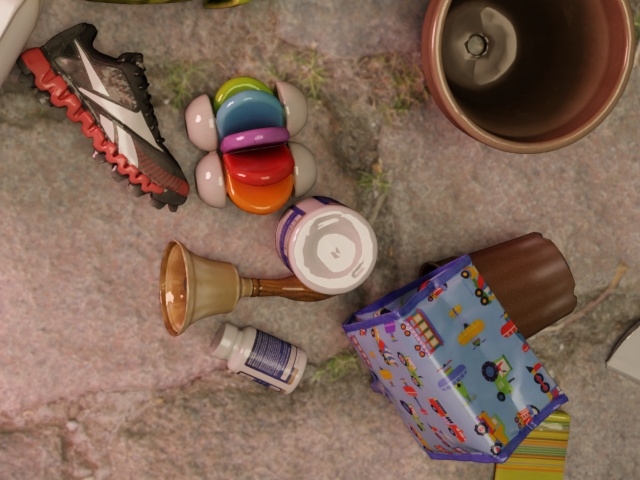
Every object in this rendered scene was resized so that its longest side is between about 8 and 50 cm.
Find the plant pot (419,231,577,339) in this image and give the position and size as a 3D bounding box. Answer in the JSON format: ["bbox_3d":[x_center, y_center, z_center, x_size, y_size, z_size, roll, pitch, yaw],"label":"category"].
[{"bbox_3d":[0.246,0.076,1.580,0.165,0.167,0.166,-22,102,-14],"label":"plant pot"}]

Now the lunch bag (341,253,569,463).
[{"bbox_3d":[0.137,0.174,1.503,0.138,0.293,0.221,-36,92,-28],"label":"lunch bag"}]

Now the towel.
[{"bbox_3d":[0.300,0.362,1.701,0.102,0.021,0.237,5,98,-6],"label":"towel"}]

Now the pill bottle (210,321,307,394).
[{"bbox_3d":[-0.084,0.156,1.568,0.120,0.067,0.067,26,93,-14],"label":"pill bottle"}]

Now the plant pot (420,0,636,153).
[{"bbox_3d":[0.235,-0.248,1.486,0.263,0.229,0.262,-1,98,-11],"label":"plant pot"}]

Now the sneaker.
[{"bbox_3d":[-0.248,-0.162,1.472,0.135,0.097,0.276,-42,102,0],"label":"sneaker"}]

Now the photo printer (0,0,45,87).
[{"bbox_3d":[-0.492,-0.246,1.387,0.256,0.107,0.307,31,92,1],"label":"photo printer"}]

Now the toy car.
[{"bbox_3d":[-0.085,-0.120,1.491,0.159,0.136,0.181,-10,100,-9],"label":"toy car"}]

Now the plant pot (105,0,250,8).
[{"bbox_3d":[-0.172,-0.387,1.395,0.207,0.228,0.227,6,97,-19],"label":"plant pot"}]

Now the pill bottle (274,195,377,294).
[{"bbox_3d":[0.000,0.000,1.499,0.112,0.187,0.111,-2,99,-10],"label":"pill bottle"}]

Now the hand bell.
[{"bbox_3d":[-0.081,0.061,1.552,0.242,0.126,0.126,0,99,-24],"label":"hand bell"}]

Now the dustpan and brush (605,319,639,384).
[{"bbox_3d":[0.527,0.124,1.685,0.147,0.060,0.211,25,93,-13],"label":"dustpan and brush"}]
